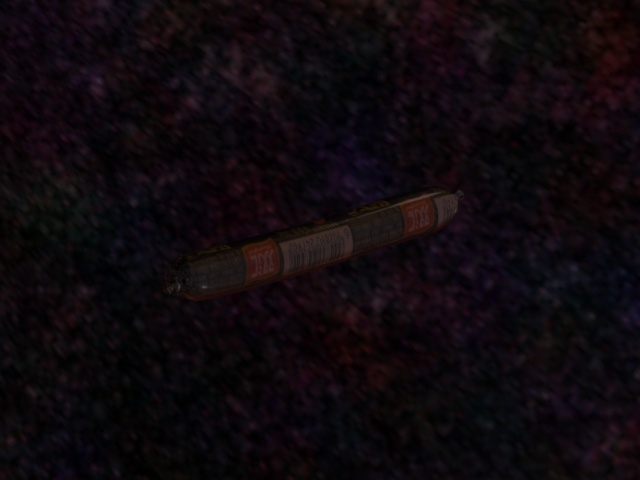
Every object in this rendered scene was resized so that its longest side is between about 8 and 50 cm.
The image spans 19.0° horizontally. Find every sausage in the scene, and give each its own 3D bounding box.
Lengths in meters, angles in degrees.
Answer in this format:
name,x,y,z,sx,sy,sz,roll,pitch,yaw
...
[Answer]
name,x,y,z,sx,sy,sz,roll,pitch,yaw
sausage,0.000,0.000,0.939,0.198,0.025,0.028,-18,122,-39
